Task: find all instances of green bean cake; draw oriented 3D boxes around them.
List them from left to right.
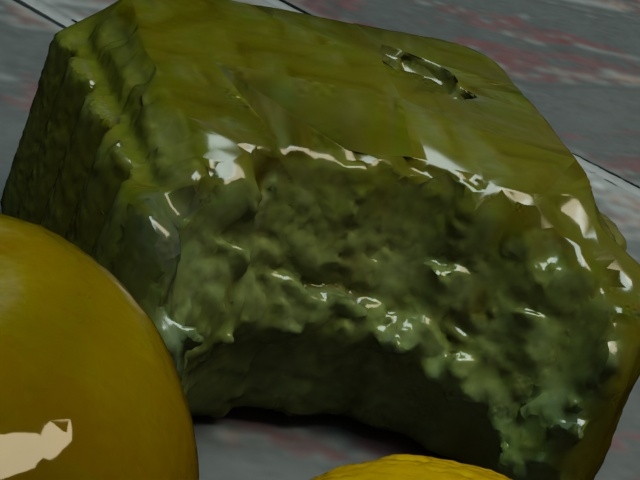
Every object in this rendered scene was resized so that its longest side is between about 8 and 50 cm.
[{"bbox_3d":[0.000,0.000,0.805,0.236,0.124,0.233,8,30,-23],"label":"green bean cake"}]

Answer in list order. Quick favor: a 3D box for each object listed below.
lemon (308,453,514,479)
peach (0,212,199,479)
[{"bbox_3d":[0.020,0.140,0.547,0.142,0.142,0.187,24,29,6],"label":"lemon"},{"bbox_3d":[-0.158,0.063,0.570,0.251,0.153,0.251,14,12,-3],"label":"peach"}]
